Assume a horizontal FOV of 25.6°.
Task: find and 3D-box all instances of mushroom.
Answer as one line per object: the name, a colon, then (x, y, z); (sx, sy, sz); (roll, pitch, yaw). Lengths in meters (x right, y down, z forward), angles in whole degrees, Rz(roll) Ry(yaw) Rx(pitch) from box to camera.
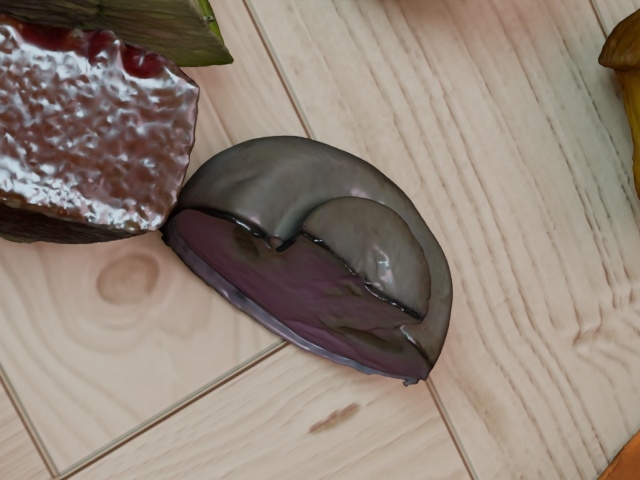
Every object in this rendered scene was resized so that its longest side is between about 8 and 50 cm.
mushroom: (0.000, 0.000, 0.857); (0.188, 0.141, 0.117); (33, 53, -23)

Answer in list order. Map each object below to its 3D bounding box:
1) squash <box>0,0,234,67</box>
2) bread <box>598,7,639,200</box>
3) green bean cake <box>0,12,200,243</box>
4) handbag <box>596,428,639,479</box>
squash: (-0.143, -0.270, 0.753); (0.210, 0.233, 0.308); (6, 85, 9)
bread: (0.328, -0.100, 0.987); (0.340, 0.179, 0.194); (-15, 96, -27)
green bean cake: (-0.200, -0.066, 0.731); (0.233, 0.198, 0.097); (15, 81, -19)
handbag: (0.218, 0.271, 0.856); (0.116, 0.303, 0.410); (46, 71, -11)
